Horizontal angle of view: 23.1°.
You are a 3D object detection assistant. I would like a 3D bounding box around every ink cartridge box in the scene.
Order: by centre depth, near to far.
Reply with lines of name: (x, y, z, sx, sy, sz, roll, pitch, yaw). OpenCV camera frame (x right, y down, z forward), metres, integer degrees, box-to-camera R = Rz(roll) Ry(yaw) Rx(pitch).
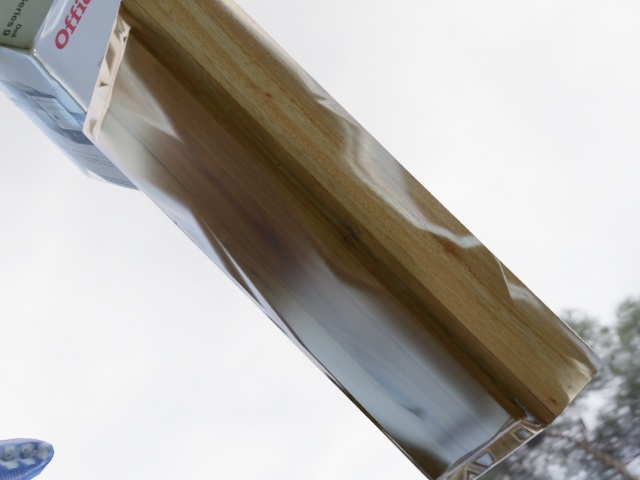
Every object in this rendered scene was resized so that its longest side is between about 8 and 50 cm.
ink cartridge box: (-0.221, -0.211, 1.607, 0.122, 0.289, 0.211, 14, -111, 30)

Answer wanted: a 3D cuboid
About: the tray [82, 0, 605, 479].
tray: (0.000, 0.000, 1.158, 0.411, 0.076, 0.203, 44, -27, 5)

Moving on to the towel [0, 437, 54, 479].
towel: (-0.259, 0.170, 0.588, 0.336, 0.243, 0.040, -40, -107, 51)
